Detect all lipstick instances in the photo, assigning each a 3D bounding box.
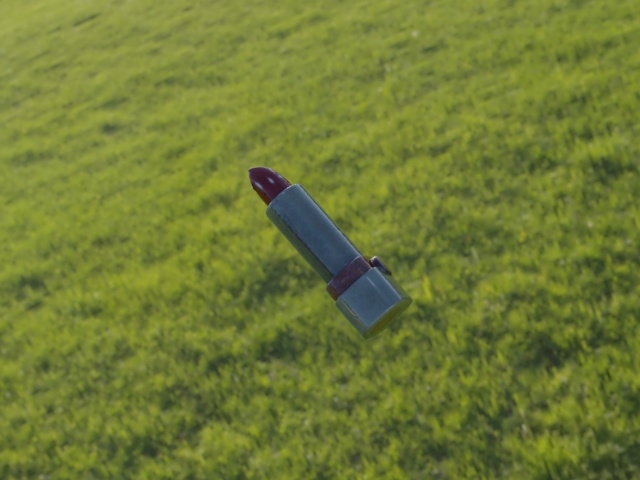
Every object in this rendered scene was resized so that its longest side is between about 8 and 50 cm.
[{"bbox_3d":[0.001,-0.001,1.111,0.057,0.186,0.063,-43,-14,9],"label":"lipstick"}]
